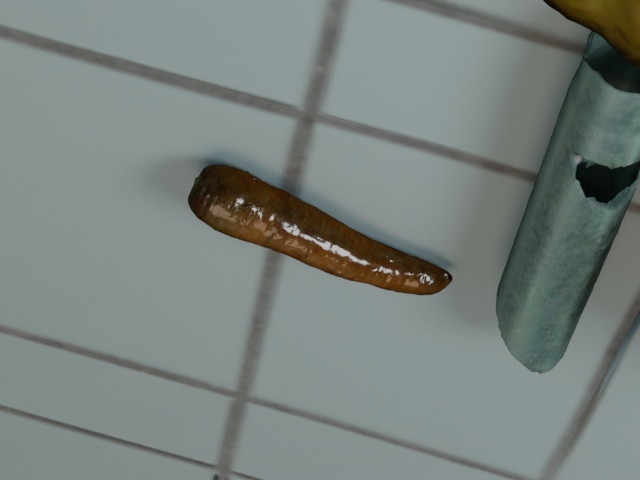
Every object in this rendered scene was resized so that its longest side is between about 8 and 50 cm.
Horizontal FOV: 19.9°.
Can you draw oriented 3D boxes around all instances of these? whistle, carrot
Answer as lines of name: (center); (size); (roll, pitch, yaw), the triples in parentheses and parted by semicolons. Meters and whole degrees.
whistle: (0.158, -0.017, 1.134); (0.062, 0.062, 0.312); (15, 145, 2)
carrot: (0.000, 0.000, 1.236); (0.191, 0.047, 0.047); (24, 144, -12)

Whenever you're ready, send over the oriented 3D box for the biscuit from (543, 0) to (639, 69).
biscuit: (0.196, -0.188, 0.853); (0.335, 0.078, 0.329); (19, 143, 16)
